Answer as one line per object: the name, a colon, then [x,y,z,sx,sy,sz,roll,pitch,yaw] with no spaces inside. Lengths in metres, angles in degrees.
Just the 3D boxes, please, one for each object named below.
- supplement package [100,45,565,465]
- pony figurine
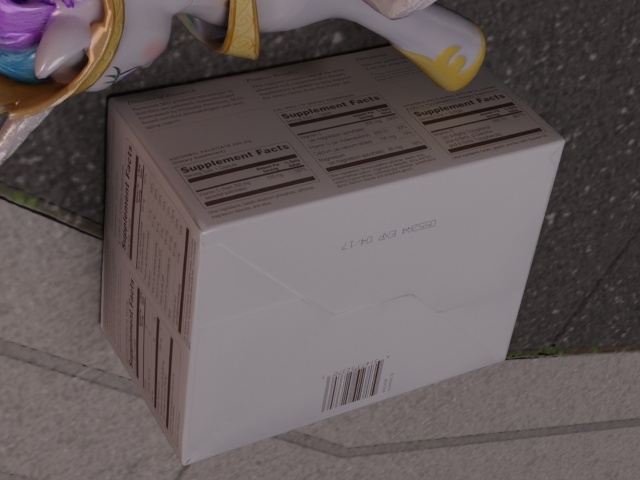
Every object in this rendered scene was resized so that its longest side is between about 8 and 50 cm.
supplement package: [0.000,0.000,0.961,0.262,0.145,0.204,-14,135,-26]
pony figurine: [0.001,-0.193,0.716,0.363,0.303,0.351,-18,148,-46]
